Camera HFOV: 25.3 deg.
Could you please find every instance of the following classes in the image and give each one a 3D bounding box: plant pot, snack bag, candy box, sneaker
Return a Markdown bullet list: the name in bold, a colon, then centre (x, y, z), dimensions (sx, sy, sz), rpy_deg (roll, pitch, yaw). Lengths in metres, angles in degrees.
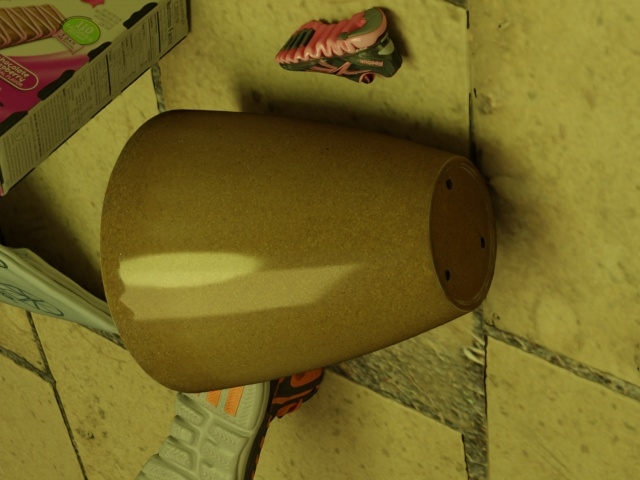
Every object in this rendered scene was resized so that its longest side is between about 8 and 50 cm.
- **plant pot**: centre (0.000, 0.000, 1.123), dimensions (0.254, 0.237, 0.237), rpy_deg (-5, 126, 31)
- **snack bag**: centre (-0.424, 0.000, 1.610), dimensions (0.323, 0.037, 0.342), rpy_deg (11, 160, 43)
- **candy box**: centre (-0.238, -0.162, 1.151), dimensions (0.159, 0.233, 0.071), rpy_deg (30, 145, 18)
- **sneaker**: centre (-0.079, 0.195, 1.415), dimensions (0.125, 0.180, 0.321), rpy_deg (32, 119, 16)
- **sneaker**: centre (0.015, -0.139, 1.087), dimensions (0.119, 0.047, 0.057), rpy_deg (0, 139, 49)
